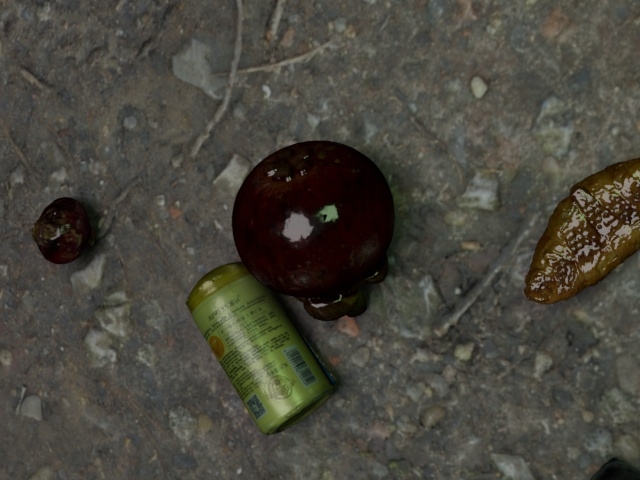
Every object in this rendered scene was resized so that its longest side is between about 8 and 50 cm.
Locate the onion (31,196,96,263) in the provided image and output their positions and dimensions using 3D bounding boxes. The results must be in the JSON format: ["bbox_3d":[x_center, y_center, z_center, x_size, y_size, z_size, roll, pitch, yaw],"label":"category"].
[{"bbox_3d":[-0.395,-0.014,1.529,0.107,0.097,0.107,-40,41,47],"label":"onion"}]

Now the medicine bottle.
[{"bbox_3d":[-0.088,0.141,1.360,0.124,0.124,0.239,-40,74,24],"label":"medicine bottle"}]

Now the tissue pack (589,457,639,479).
[{"bbox_3d":[0.415,0.411,1.016,0.394,0.288,0.124,34,105,22],"label":"tissue pack"}]

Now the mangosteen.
[{"bbox_3d":[0.000,0.000,1.271,0.215,0.215,0.257,2,129,28],"label":"mangosteen"}]

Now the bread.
[{"bbox_3d":[0.323,-0.018,1.155,0.105,0.076,0.233,44,105,6],"label":"bread"}]
